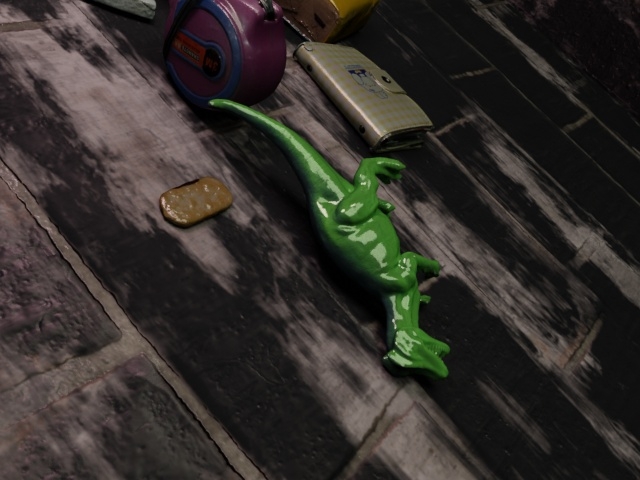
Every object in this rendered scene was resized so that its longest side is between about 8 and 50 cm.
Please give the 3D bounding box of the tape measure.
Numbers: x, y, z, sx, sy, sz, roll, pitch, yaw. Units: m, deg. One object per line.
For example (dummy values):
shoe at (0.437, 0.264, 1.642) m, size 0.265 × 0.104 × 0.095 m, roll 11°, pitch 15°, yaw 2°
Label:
tape measure at (-0.169, -0.360, 1.229) m, size 0.231 × 0.245 × 0.149 m, roll 35°, pitch 36°, yaw 22°

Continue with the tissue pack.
tissue pack at (0.016, -0.603, 1.707) m, size 0.192 × 0.134 × 0.271 m, roll 41°, pitch 38°, yaw 2°

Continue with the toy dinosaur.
toy dinosaur at (0.000, 0.000, 1.135) m, size 0.499 × 0.144 × 0.375 m, roll 22°, pitch 53°, yaw -15°

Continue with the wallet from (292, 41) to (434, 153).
wallet at (0.103, -0.335, 1.566) m, size 0.223 × 0.077 × 0.310 m, roll -18°, pitch 63°, yaw -43°

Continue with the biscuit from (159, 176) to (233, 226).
biscuit at (-0.197, -0.064, 1.094) m, size 0.071 × 0.018 × 0.147 m, roll 48°, pitch 38°, yaw 8°

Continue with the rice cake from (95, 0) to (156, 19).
rice cake at (-0.434, -0.480, 1.302) m, size 0.245 × 0.042 × 0.045 m, roll 14°, pitch 33°, yaw -29°
